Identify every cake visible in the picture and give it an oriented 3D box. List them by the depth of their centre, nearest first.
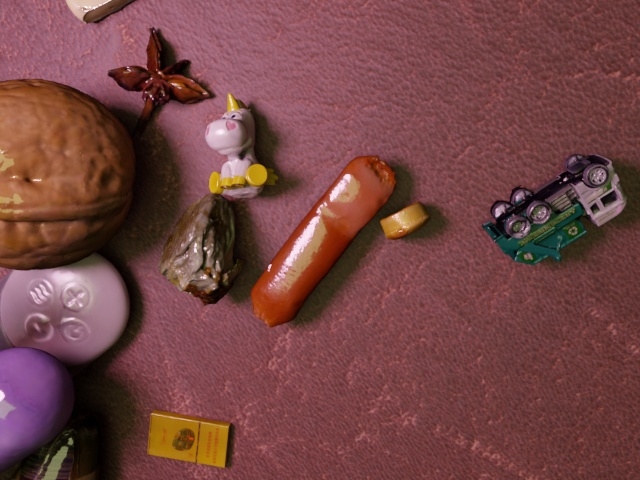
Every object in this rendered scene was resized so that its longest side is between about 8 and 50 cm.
[{"bbox_3d":[0.144,-0.032,1.071,0.084,0.084,0.044,-27,92,10],"label":"cake"}]

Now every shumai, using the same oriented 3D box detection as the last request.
[{"bbox_3d":[-0.184,0.018,1.099,0.142,0.184,0.184,33,101,-22],"label":"shumai"}]

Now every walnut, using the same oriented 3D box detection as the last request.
[{"bbox_3d":[-0.465,-0.103,1.015,0.332,0.333,0.333,1,98,7],"label":"walnut"}]

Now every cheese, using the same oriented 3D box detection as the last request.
[{"bbox_3d":[-0.418,-0.511,1.090,0.127,0.054,0.252,-26,94,7],"label":"cheese"}]

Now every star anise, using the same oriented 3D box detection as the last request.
[{"bbox_3d":[-0.295,-0.260,1.115,0.158,0.144,0.140,43,56,-7],"label":"star anise"}]

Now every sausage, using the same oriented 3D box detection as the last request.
[{"bbox_3d":[0.000,-0.001,1.090,0.097,0.094,0.348,36,99,-12],"label":"sausage"}]

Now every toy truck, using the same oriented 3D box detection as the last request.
[{"bbox_3d":[0.384,-0.042,1.033,0.216,0.110,0.116,-34,105,10],"label":"toy truck"}]

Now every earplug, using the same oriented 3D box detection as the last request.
[{"bbox_3d":[-0.607,0.323,1.093,0.456,0.215,0.215,-30,93,25],"label":"earplug"}]

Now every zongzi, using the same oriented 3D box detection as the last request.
[{"bbox_3d":[-0.572,0.454,1.203,0.317,0.154,0.289,5,91,12],"label":"zongzi"}]

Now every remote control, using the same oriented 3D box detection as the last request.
[{"bbox_3d":[-0.502,0.148,1.166,0.332,0.103,0.221,-37,97,12],"label":"remote control"}]

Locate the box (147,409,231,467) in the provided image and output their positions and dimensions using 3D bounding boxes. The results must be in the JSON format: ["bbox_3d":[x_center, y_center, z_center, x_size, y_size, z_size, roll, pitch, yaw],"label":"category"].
[{"bbox_3d":[-0.251,0.379,1.209,0.155,0.023,0.087,8,101,6],"label":"box"}]

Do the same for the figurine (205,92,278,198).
[{"bbox_3d":[-0.140,-0.159,1.069,0.109,0.129,0.178,-12,100,29],"label":"figurine"}]
